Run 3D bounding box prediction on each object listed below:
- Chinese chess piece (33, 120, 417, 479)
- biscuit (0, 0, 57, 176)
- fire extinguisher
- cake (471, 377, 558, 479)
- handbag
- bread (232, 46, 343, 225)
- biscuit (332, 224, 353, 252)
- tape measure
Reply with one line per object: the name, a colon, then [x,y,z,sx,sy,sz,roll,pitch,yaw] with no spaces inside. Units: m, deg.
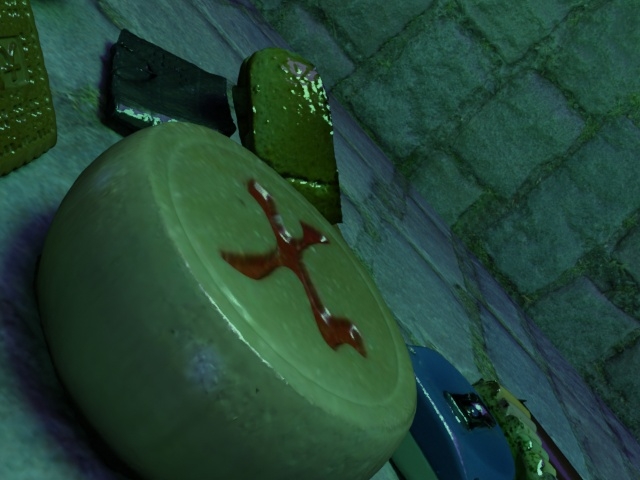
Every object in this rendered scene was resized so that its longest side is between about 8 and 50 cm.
Chinese chess piece: [-0.066,0.058,0.512,0.338,0.140,0.338,43,18,-17]
biscuit: [-0.263,-0.120,0.427,0.254,0.029,0.173,-82,169,-67]
fire extinguisher: [0.334,0.342,0.968,0.269,0.104,0.104,55,17,15]
cake: [0.263,0.310,0.841,0.090,0.109,0.225,39,18,-30]
handbag: [-0.212,-0.199,0.834,0.175,0.089,0.270,29,25,-31]
bread: [-0.053,-0.133,0.840,0.186,0.123,0.257,-140,-143,-70]
biscuit: [0.000,0.000,1.028,0.236,0.013,0.232,28,26,-49]
tape measure: [0.177,0.282,0.722,0.215,0.098,0.351,21,35,-56]
